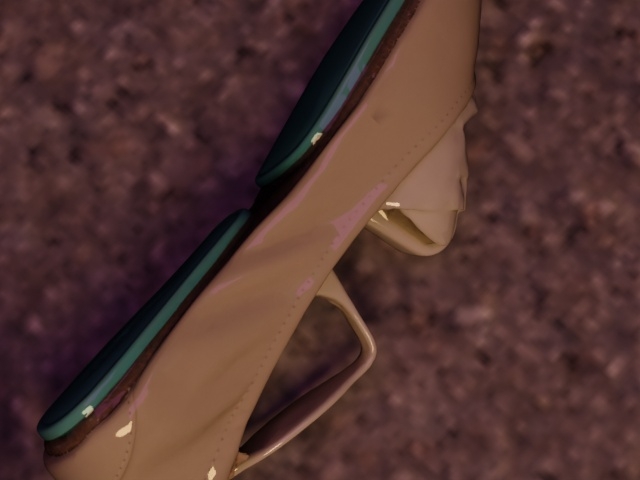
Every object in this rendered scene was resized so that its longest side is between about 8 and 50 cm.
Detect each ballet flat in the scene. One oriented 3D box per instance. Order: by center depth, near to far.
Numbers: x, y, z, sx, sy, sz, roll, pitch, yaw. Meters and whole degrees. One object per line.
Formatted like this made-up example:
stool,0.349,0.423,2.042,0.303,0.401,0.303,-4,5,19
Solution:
ballet flat,0.000,0.000,0.674,0.086,0.086,0.248,35,80,13
